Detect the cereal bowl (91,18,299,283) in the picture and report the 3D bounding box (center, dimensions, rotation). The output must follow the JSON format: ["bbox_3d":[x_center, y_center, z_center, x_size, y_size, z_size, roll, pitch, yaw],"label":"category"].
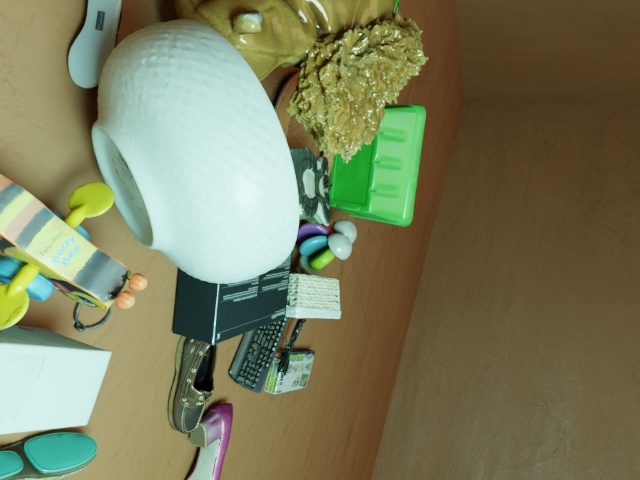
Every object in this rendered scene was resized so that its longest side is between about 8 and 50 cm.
[{"bbox_3d":[-0.184,-0.089,0.570,0.141,0.339,0.338,-28,128,-30],"label":"cereal bowl"}]

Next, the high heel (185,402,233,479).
[{"bbox_3d":[-0.230,0.476,0.958,0.117,0.082,0.243,-8,99,-66],"label":"high heel"}]

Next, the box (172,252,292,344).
[{"bbox_3d":[-0.165,0.085,0.910,0.261,0.103,0.184,-3,99,-65],"label":"box"}]

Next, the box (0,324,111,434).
[{"bbox_3d":[-0.353,0.146,0.493,0.170,0.130,0.090,38,64,-62],"label":"box"}]

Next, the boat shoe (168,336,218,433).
[{"bbox_3d":[-0.240,0.278,0.859,0.073,0.073,0.206,-15,113,-64],"label":"boat shoe"}]

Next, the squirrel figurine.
[{"bbox_3d":[-0.022,-0.330,0.736,0.397,0.281,0.370,45,49,-7],"label":"squirrel figurine"}]

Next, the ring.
[{"bbox_3d":[-0.042,-0.253,1.133,0.337,0.032,0.336,-36,131,-56],"label":"ring"}]

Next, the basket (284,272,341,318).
[{"bbox_3d":[-0.039,0.138,1.101,0.167,0.114,0.103,12,78,-49],"label":"basket"}]

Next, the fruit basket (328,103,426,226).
[{"bbox_3d":[0.201,-0.240,1.422,0.392,0.283,0.391,-15,111,-44],"label":"fruit basket"}]

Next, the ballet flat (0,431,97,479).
[{"bbox_3d":[-0.389,0.297,0.572,0.067,0.073,0.206,-52,152,5],"label":"ballet flat"}]

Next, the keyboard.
[{"bbox_3d":[-0.106,0.226,1.130,0.201,0.033,0.316,47,57,-46],"label":"keyboard"}]

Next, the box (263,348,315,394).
[{"bbox_3d":[-0.082,0.367,1.272,0.207,0.036,0.113,29,72,-64],"label":"box"}]

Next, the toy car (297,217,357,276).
[{"bbox_3d":[0.000,0.000,1.201,0.136,0.159,0.182,47,31,-14],"label":"toy car"}]

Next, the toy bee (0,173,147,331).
[{"bbox_3d":[-0.293,0.019,0.540,0.298,0.162,0.195,38,63,-63],"label":"toy bee"}]

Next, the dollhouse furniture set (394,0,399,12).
[{"bbox_3d":[0.123,-0.622,1.310,0.301,0.152,0.197,-69,180,-64],"label":"dollhouse furniture set"}]

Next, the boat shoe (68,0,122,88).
[{"bbox_3d":[-0.287,-0.264,0.584,0.040,0.049,0.141,-165,-89,-76],"label":"boat shoe"}]

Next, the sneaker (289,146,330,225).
[{"bbox_3d":[-0.081,-0.111,0.950,0.410,0.182,0.157,12,78,-79],"label":"sneaker"}]
